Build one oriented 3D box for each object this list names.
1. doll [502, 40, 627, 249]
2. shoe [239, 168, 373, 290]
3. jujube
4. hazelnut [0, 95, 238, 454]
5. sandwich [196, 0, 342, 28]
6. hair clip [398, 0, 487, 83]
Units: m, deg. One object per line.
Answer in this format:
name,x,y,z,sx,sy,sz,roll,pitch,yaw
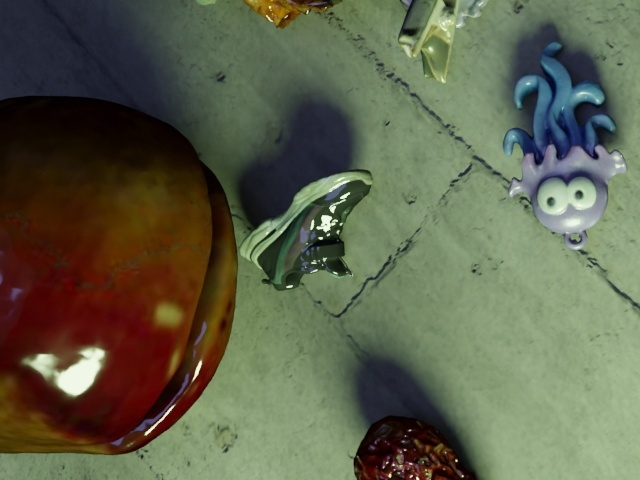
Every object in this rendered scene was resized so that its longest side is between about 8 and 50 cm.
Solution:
doll,0.222,-0.090,1.044,0.109,0.067,0.206,-12,71,17
shoe,0.000,0.000,1.151,0.169,0.071,0.099,-37,74,25
jujube,0.103,0.237,1.068,0.166,0.104,0.104,39,104,19
hazelnut,-0.306,0.038,1.134,0.429,0.402,0.402,-5,85,38
sandwich,-0.052,-0.325,1.149,0.292,0.109,0.212,25,118,13
hair clip,0.130,-0.301,1.098,0.106,0.084,0.292,15,89,32
